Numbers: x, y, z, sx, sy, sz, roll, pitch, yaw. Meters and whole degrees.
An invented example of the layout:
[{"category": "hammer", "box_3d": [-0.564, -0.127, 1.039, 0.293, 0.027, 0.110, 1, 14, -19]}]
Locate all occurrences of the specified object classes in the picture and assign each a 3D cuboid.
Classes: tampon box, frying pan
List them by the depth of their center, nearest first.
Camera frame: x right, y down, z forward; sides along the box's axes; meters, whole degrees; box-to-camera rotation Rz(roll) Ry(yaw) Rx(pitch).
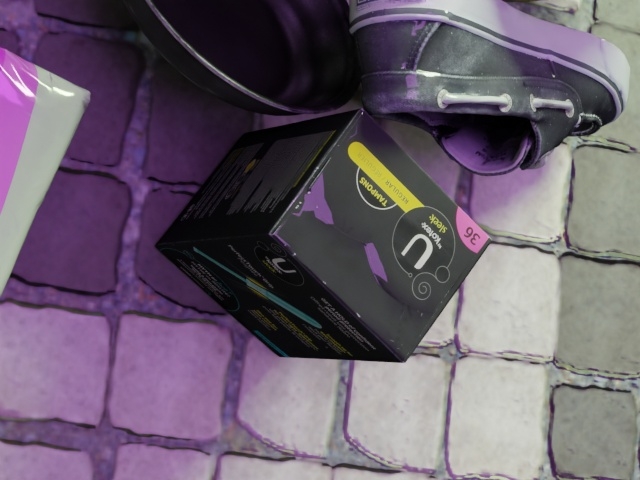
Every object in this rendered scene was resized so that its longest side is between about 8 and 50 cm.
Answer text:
[{"category": "frying pan", "box_3d": [-0.104, -0.191, 1.207, 0.326, 0.053, 0.197, 38, 35, -17]}, {"category": "tampon box", "box_3d": [0.000, 0.000, 1.225, 0.120, 0.161, 0.101, 44, 69, -21]}]

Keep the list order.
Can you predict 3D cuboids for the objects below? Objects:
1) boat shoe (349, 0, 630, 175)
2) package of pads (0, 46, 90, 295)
[{"category": "boat shoe", "box_3d": [0.114, -0.090, 1.275, 0.301, 0.108, 0.102, 15, 73, -60]}, {"category": "package of pads", "box_3d": [-0.305, -0.043, 1.095, 0.296, 0.101, 0.229, 29, 73, -24]}]
